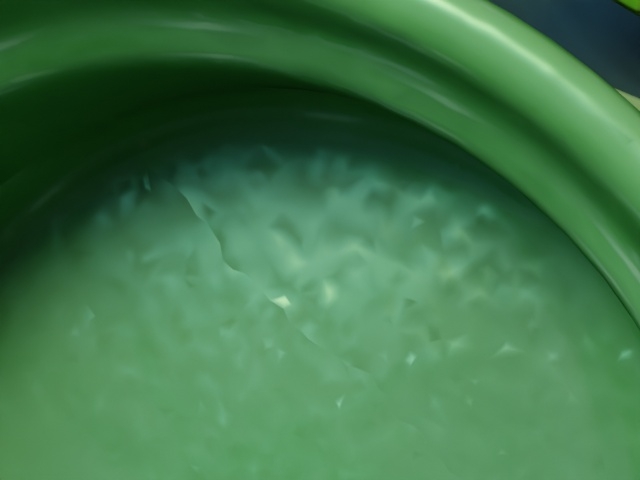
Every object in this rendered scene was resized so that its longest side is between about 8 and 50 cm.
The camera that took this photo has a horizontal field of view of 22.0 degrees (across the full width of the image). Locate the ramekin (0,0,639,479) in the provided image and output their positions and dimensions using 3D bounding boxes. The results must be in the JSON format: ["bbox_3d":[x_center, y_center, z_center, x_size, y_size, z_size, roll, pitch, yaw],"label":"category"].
[{"bbox_3d":[-0.024,0.080,0.401,0.303,0.148,0.303,1,94,15],"label":"ramekin"}]

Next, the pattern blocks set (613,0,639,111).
[{"bbox_3d":[0.000,0.000,0.481,0.325,0.026,0.285,40,102,10],"label":"pattern blocks set"}]
